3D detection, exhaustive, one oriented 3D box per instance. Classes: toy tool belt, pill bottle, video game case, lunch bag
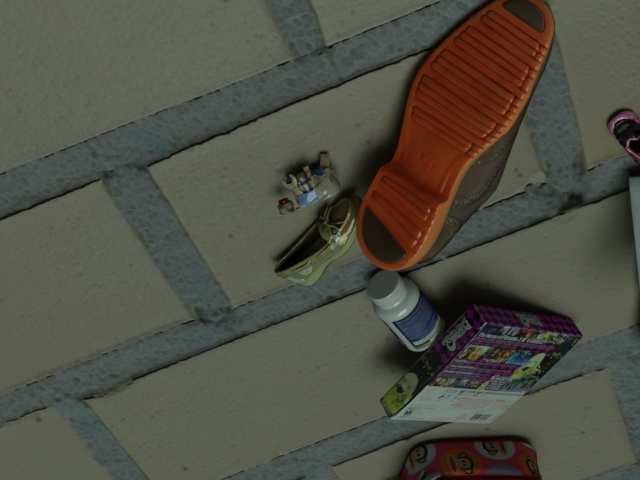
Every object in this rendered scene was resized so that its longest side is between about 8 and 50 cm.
[{"bbox_3d":[-0.020,-0.070,1.498,0.083,0.052,0.051,-22,101,2],"label":"toy tool belt"},{"bbox_3d":[0.112,0.091,1.651,0.067,0.067,0.120,-30,131,13],"label":"pill bottle"},{"bbox_3d":[0.227,0.179,1.730,0.232,0.042,0.210,10,131,-44],"label":"video game case"},{"bbox_3d":[0.208,0.442,1.957,0.258,0.120,0.293,2,129,-9],"label":"lunch bag"}]

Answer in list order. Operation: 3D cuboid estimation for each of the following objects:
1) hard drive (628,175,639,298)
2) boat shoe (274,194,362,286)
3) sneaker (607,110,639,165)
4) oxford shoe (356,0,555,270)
[{"bbox_3d":[0.578,0.016,1.545,0.353,0.233,0.047,-6,179,16],"label":"hard drive"},{"bbox_3d":[-0.001,-0.001,1.553,0.048,0.056,0.153,16,133,-31],"label":"boat shoe"},{"bbox_3d":[0.409,-0.113,1.549,0.119,0.057,0.047,30,117,-34],"label":"sneaker"},{"bbox_3d":[0.172,-0.128,1.463,0.133,0.130,0.363,-6,134,-54],"label":"oxford shoe"}]
